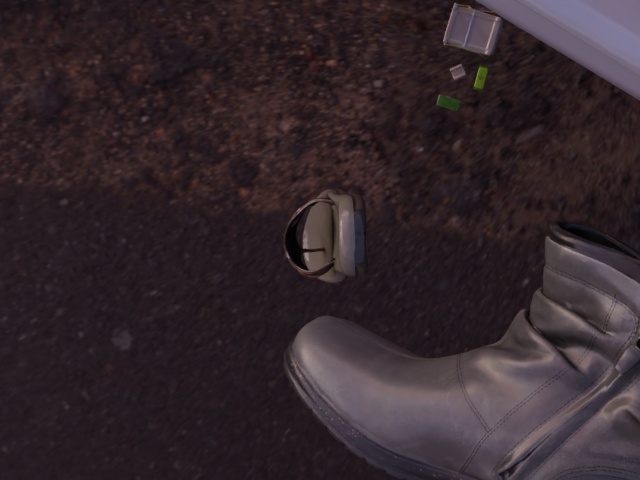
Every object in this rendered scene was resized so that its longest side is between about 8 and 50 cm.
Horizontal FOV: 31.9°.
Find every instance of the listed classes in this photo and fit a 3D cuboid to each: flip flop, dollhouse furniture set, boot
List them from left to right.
[{"bbox_3d":[0.000,0.000,1.259,0.080,0.277,0.112,-8,92,-7],"label":"flip flop"},{"bbox_3d":[0.211,-0.264,1.634,0.076,0.058,0.152,16,100,6],"label":"dollhouse furniture set"},{"bbox_3d":[0.100,0.058,0.561,0.246,0.083,0.161,31,115,31],"label":"boot"}]

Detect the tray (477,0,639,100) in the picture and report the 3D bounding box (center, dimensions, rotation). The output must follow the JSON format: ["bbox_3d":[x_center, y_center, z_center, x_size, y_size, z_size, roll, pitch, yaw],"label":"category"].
[{"bbox_3d":[0.064,-0.106,0.279,0.270,0.030,0.145,30,143,-3],"label":"tray"}]
